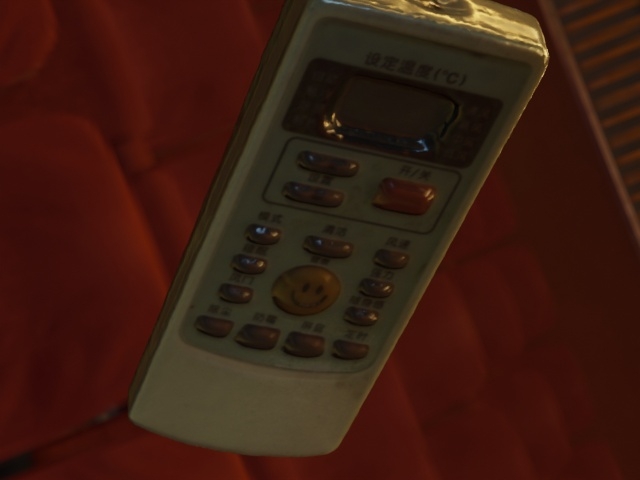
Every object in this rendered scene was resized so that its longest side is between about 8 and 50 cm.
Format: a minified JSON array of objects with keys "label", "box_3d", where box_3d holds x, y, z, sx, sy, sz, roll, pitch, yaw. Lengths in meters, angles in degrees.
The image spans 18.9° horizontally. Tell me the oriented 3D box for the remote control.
[{"label":"remote control","box_3d":[0.000,0.000,0.918,0.038,0.123,0.285,-100,-150,-50]}]
